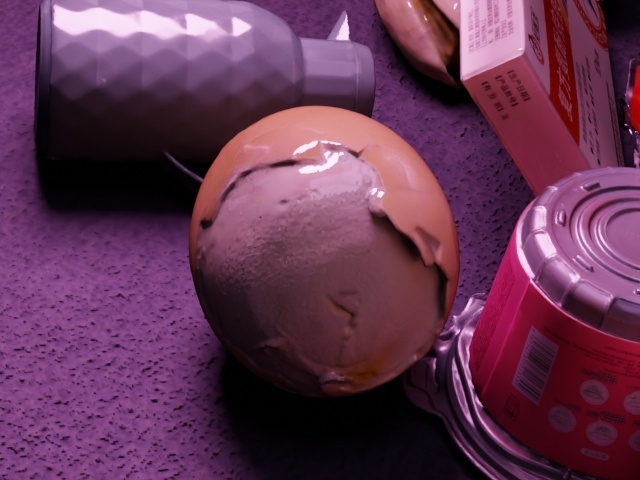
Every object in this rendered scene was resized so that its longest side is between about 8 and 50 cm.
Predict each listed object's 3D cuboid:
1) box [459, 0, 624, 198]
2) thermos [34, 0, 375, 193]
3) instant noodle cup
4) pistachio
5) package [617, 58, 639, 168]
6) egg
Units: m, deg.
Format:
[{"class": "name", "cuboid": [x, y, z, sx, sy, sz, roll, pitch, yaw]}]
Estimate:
[{"class": "box", "cuboid": [0.193, -0.173, 1.661, 0.069, 0.214, 0.353, -24, 34, 19]}, {"class": "thermos", "cuboid": [-0.096, -0.120, 1.595, 0.286, 0.145, 0.182, 3, 71, -10]}, {"class": "instant noodle cup", "cuboid": [0.222, 0.064, 1.396, 0.302, 0.181, 0.258, 2, 41, -9]}, {"class": "pistachio", "cuboid": [0.115, -0.237, 1.792, 0.136, 0.136, 0.226, 0, 45, -11]}, {"class": "package", "cuboid": [0.348, -0.061, 1.663, 0.194, 0.071, 0.269, 30, 31, -8]}, {"class": "egg", "cuboid": [0.000, 0.000, 1.417, 0.201, 0.201, 0.244, 3, 28, -8]}]
